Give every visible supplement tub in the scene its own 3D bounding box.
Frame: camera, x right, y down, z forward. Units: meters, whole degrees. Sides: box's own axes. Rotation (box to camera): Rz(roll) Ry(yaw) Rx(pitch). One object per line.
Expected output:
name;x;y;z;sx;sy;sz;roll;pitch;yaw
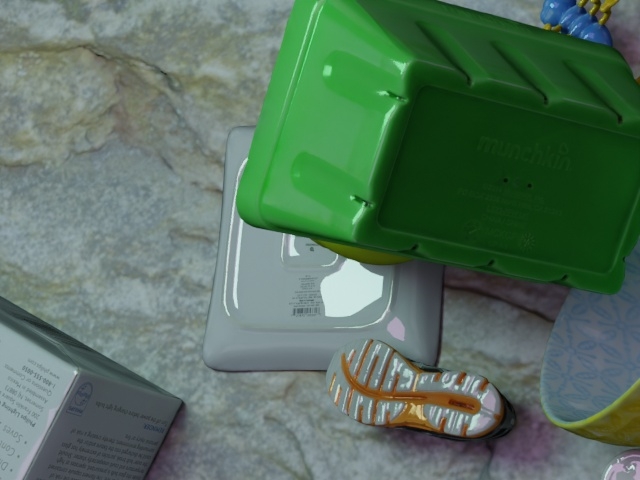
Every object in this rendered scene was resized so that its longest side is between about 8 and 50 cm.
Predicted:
supplement tub;0.305;0.233;1.744;0.071;0.107;0.071;-8;73;26

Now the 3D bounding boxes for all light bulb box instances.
light bulb box;-0.406;0.242;2.039;0.358;0.225;0.361;27;90;30

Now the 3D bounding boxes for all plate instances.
plate;0.000;0.000;2.005;0.277;0.045;0.278;-1;76;26

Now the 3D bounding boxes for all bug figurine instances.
bug figurine;0.355;-0.250;1.879;0.279;0.072;0.216;-43;67;5

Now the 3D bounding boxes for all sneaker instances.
sneaker;0.098;0.158;1.891;0.215;0.083;0.084;17;84;35

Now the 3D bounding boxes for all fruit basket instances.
fruit basket;0.095;-0.088;1.792;0.392;0.392;0.283;25;104;30

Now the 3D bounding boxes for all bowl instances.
bowl;0.343;0.079;1.722;0.156;0.289;0.289;31;91;-12
